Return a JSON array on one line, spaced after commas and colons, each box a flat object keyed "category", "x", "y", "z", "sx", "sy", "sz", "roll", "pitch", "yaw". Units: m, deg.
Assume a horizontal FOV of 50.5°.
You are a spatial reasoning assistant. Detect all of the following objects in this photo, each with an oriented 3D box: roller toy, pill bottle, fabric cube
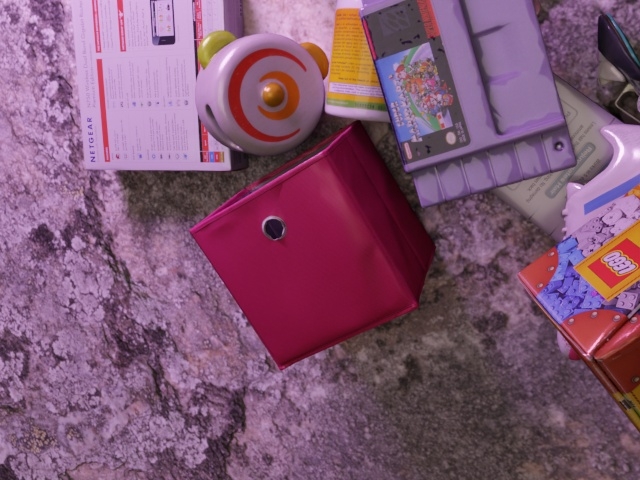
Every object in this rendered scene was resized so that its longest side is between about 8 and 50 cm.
[{"category": "roller toy", "x": -0.095, "y": -0.235, "z": 1.104, "sx": 0.209, "sy": 0.146, "sz": 0.191, "roll": 3, "pitch": 99, "yaw": -25}, {"category": "pill bottle", "x": 0.086, "y": -0.314, "z": 1.065, "sx": 0.136, "sy": 0.136, "sz": 0.246, "roll": 11, "pitch": 104, "yaw": 18}, {"category": "fabric cube", "x": 0.000, "y": 0.000, "z": 1.072, "sx": 0.254, "sy": 0.259, "sz": 0.258, "roll": -27, "pitch": 100, "yaw": 22}]

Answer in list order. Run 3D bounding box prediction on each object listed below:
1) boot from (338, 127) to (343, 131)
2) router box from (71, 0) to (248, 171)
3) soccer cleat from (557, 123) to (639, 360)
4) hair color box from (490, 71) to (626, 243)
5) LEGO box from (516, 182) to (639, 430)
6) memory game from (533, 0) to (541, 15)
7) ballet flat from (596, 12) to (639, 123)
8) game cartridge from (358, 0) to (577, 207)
[{"category": "boot", "x": 0.012, "y": -0.128, "z": 1.186, "sx": 0.114, "sy": 0.037, "sz": 0.106, "roll": -20, "pitch": 91, "yaw": 27}, {"category": "router box", "x": -0.289, "y": -0.296, "z": 1.228, "sx": 0.301, "sy": 0.082, "sz": 0.335, "roll": 3, "pitch": 102, "yaw": 16}, {"category": "soccer cleat", "x": 0.381, "y": 0.000, "z": 0.922, "sx": 0.143, "sy": 0.116, "sz": 0.331, "roll": 35, "pitch": 116, "yaw": 36}, {"category": "hair color box", "x": 0.354, "y": -0.125, "z": 1.014, "sx": 0.374, "sy": 0.113, "sz": 0.185, "roll": 39, "pitch": 112, "yaw": 10}, {"category": "LEGO box", "x": 0.543, "y": 0.134, "z": 0.804, "sx": 0.372, "sy": 0.193, "sz": 0.500, "roll": -38, "pitch": 113, "yaw": 10}, {"category": "memory game", "x": 0.265, "y": -0.400, "z": 1.009, "sx": 0.186, "sy": 0.012, "sz": 0.186, "roll": 1, "pitch": 119, "yaw": 2}, {"category": "ballet flat", "x": 0.447, "y": -0.231, "z": 0.983, "sx": 0.074, "sy": 0.074, "sz": 0.203, "roll": -38, "pitch": 88, "yaw": 23}, {"category": "game cartridge", "x": 0.195, "y": -0.241, "z": 0.946, "sx": 0.230, "sy": 0.068, "sz": 0.355, "roll": -16, "pitch": 95, "yaw": 12}]
